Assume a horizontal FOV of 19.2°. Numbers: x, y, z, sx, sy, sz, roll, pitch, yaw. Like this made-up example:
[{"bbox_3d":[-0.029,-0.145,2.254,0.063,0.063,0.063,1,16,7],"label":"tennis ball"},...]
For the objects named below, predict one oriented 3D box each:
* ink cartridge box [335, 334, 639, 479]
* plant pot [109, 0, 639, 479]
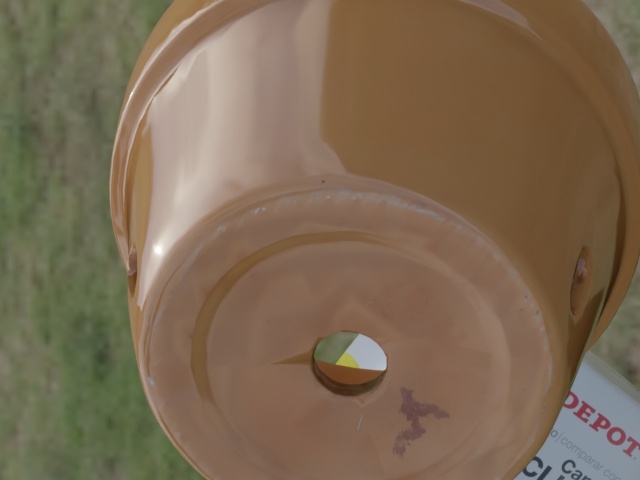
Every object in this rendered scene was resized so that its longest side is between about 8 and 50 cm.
[{"bbox_3d":[0.115,0.238,1.850,0.384,0.279,0.160,-52,16,4],"label":"ink cartridge box"},{"bbox_3d":[0.023,0.007,0.951,0.203,0.291,0.291,-78,6,-60],"label":"plant pot"}]
